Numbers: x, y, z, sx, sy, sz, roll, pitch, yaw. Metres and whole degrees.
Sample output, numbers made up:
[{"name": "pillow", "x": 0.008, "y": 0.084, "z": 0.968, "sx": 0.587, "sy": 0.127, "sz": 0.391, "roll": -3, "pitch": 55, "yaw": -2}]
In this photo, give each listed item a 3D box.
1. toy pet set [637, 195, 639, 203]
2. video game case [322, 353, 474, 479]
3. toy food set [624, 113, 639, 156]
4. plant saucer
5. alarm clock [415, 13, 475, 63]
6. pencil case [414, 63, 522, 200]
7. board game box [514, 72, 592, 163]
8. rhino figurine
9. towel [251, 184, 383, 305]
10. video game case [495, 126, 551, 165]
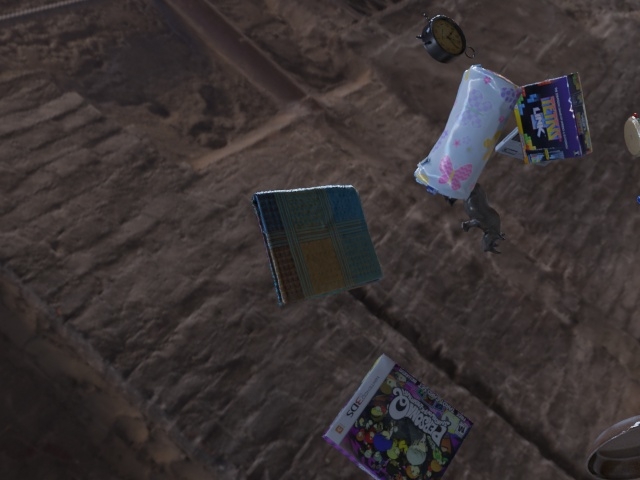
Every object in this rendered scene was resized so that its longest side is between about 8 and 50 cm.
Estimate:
[{"name": "toy pet set", "x": 0.563, "y": -0.040, "z": 1.060, "sx": 0.065, "sy": 0.114, "sz": 0.122, "roll": -32, "pitch": -19, "yaw": -16}, {"name": "video game case", "x": 0.156, "y": 0.376, "z": 1.298, "sx": 0.210, "sy": 0.232, "sz": 0.041, "roll": -49, "pitch": -8, "yaw": -26}, {"name": "toy food set", "x": 0.619, "y": -0.205, "z": 1.283, "sx": 0.020, "sy": 0.082, "sz": 0.083, "roll": -12, "pitch": -19, "yaw": 6}, {"name": "plant saucer", "x": 0.535, "y": 0.338, "z": 1.087, "sx": 0.036, "sy": 0.199, "sz": 0.198, "roll": -97, "pitch": 28, "yaw": -45}, {"name": "alarm clock", "x": 0.364, "y": -0.561, "z": 1.864, "sx": 0.064, "sy": 0.192, "sz": 0.129, "roll": -35, "pitch": 46, "yaw": 55}, {"name": "pencil case", "x": 0.302, "y": -0.217, "z": 1.349, "sx": 0.114, "sy": 0.124, "sz": 0.273, "roll": 5, "pitch": -65, "yaw": -56}, {"name": "board game box", "x": 0.490, "y": -0.256, "z": 1.396, "sx": 0.048, "sy": 0.170, "sz": 0.141, "roll": -20, "pitch": 10, "yaw": -34}, {"name": "rhino figurine", "x": 0.452, "y": -0.061, "z": 1.862, "sx": 0.106, "sy": 0.243, "sz": 0.073, "roll": -31, "pitch": 7, "yaw": 17}, {"name": "towel", "x": 0.000, "y": 0.000, "z": 1.596, "sx": 0.040, "sy": 0.271, "sz": 0.370, "roll": -20, "pitch": -7, "yaw": 41}, {"name": "video game case", "x": 0.682, "y": -0.309, "z": 2.068, "sx": 0.173, "sy": 0.191, "sz": 0.022, "roll": 130, "pitch": 150, "yaw": -58}]
